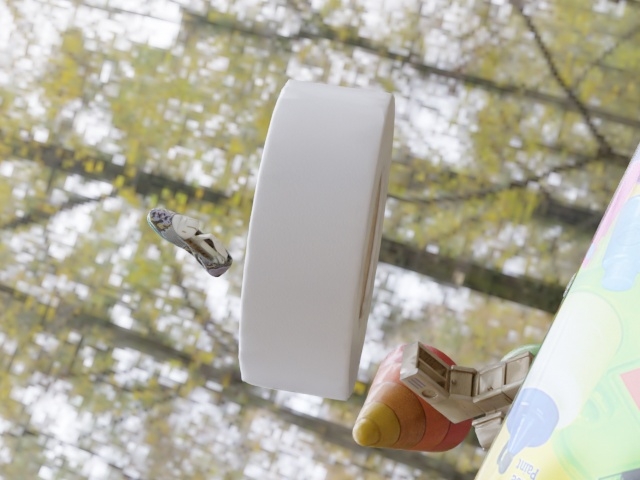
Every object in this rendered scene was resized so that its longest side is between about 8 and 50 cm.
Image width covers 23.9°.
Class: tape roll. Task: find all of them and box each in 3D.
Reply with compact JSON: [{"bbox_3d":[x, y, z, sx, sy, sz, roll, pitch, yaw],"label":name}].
[{"bbox_3d":[0.000,0.000,1.381,0.286,0.100,0.286,8,-90,-86],"label":"tape roll"}]

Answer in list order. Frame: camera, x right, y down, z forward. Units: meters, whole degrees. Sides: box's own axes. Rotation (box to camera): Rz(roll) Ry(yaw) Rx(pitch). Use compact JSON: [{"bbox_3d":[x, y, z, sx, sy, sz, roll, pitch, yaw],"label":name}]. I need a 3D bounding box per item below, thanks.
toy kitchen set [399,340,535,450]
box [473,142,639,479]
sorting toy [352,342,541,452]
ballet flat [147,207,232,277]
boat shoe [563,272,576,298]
[{"bbox_3d":[0.117,0.117,1.182,0.075,0.083,0.068,40,-138,-31],"label":"toy kitchen set"},{"bbox_3d":[0.191,0.093,0.325,0.177,0.290,0.279,27,-91,-36],"label":"box"},{"bbox_3d":[0.172,0.177,1.467,0.126,0.365,0.127,-22,-74,-50],"label":"sorting toy"},{"bbox_3d":[-0.141,-0.004,1.697,0.114,0.041,0.041,41,-118,-24],"label":"ballet flat"},{"bbox_3d":[0.360,0.022,1.445,0.122,0.324,0.120,44,-111,-19],"label":"boat shoe"}]
